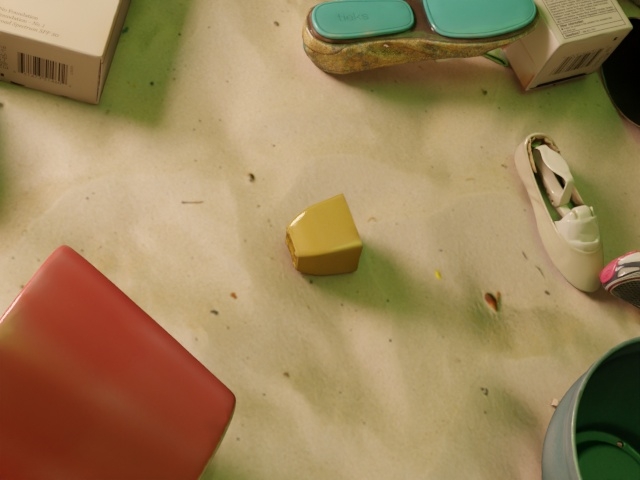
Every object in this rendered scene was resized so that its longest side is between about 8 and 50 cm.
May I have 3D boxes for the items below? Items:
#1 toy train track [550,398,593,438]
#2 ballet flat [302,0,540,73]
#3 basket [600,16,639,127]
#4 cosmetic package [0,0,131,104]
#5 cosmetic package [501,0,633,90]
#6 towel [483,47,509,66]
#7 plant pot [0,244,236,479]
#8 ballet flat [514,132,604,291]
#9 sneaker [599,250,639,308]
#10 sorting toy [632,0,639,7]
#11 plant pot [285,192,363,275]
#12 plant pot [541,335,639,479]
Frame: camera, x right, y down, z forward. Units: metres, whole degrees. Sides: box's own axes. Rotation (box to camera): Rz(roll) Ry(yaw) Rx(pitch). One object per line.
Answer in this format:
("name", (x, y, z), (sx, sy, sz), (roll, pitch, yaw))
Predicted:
("toy train track", (0.343, 0.229, 1.296), (0.083, 0.014, 0.048), (26, 58, -1))
("ballet flat", (0.143, -0.307, 1.458), (0.349, 0.123, 0.123), (-7, 64, -7))
("basket", (0.596, -0.273, 1.575), (0.227, 0.154, 0.204), (-8, 50, -26))
("cosmetic package", (-0.341, -0.354, 1.357), (0.160, 0.113, 0.309), (13, 60, -9))
("cosmetic package", (0.336, -0.401, 1.552), (0.153, 0.129, 0.296), (-16, 71, -22))
("towel", (0.272, -0.359, 1.596), (0.113, 0.023, 0.152), (23, 58, -3))
("plant pot", (-0.238, 0.177, 1.020), (0.243, 0.275, 0.275), (34, 57, -8))
("ballet flat", (0.347, -0.048, 1.411), (0.086, 0.086, 0.248), (-12, 66, -22))
("sneaker", (0.524, 0.102, 1.357), (0.299, 0.121, 0.112), (24, 62, -6))
("sorting toy", (0.639, -0.457, 1.745), (0.348, 0.047, 0.196), (43, 59, 9))
("plant pot", (0.000, 0.000, 1.285), (0.083, 0.081, 0.081), (-15, 67, -10))
("plant pot", (0.382, 0.283, 1.169), (0.293, 0.196, 0.293), (8, 62, -14))
